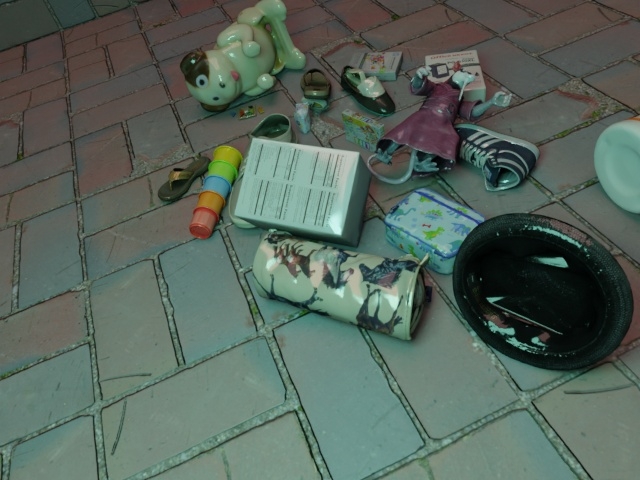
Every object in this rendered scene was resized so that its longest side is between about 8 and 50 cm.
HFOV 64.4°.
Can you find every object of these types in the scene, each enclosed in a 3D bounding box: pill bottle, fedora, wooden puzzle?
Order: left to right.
[{"bbox_3d":[-0.265,-0.465,1.835,0.117,0.014,0.078,-19,46,-3],"label":"wooden puzzle"},{"bbox_3d":[0.441,0.086,1.013,0.334,0.333,0.153,26,28,32],"label":"fedora"},{"bbox_3d":[0.879,-0.226,1.180,0.393,0.224,0.224,-19,46,-5],"label":"pill bottle"}]

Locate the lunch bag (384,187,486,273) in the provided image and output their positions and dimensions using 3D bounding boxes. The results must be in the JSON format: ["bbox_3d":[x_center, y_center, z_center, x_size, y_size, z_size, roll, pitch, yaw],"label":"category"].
[{"bbox_3d":[0.278,-0.032,1.245,0.176,0.090,0.219,-37,51,-24],"label":"lunch bag"}]

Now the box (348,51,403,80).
[{"bbox_3d":[0.197,-0.638,1.865,0.187,0.038,0.145,6,50,18],"label":"box"}]

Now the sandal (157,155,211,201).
[{"bbox_3d":[-0.432,-0.206,1.602,0.090,0.060,0.219,24,57,32],"label":"sandal"}]

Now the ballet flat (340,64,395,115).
[{"bbox_3d":[0.148,-0.517,1.722,0.095,0.096,0.280,-30,48,-16],"label":"ballet flat"}]

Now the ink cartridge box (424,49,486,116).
[{"bbox_3d":[0.428,-0.505,1.638,0.172,0.100,0.237,-3,47,10],"label":"ink cartridge box"}]

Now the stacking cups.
[{"bbox_3d":[-0.304,-0.140,1.498,0.096,0.096,0.316,-2,51,12],"label":"stacking cups"}]

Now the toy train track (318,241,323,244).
[{"bbox_3d":[0.000,0.000,1.334,0.048,0.014,0.083,-4,47,11],"label":"toy train track"}]

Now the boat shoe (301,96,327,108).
[{"bbox_3d":[-0.027,-0.478,1.774,0.100,0.035,0.035,19,52,21],"label":"boat shoe"}]

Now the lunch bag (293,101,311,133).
[{"bbox_3d":[-0.058,-0.406,1.688,0.053,0.071,0.083,-8,47,5],"label":"lunch bag"}]

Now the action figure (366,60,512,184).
[{"bbox_3d":[0.324,-0.325,1.381,0.248,0.275,0.370,31,68,0],"label":"action figure"}]

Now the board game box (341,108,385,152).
[{"bbox_3d":[0.134,-0.329,1.545,0.026,0.103,0.154,-40,50,-21],"label":"board game box"}]

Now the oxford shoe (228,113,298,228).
[{"bbox_3d":[-0.174,-0.220,1.507,0.169,0.130,0.449,3,50,15],"label":"oxford shoe"}]

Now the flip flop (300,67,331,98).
[{"bbox_3d":[-0.019,-0.559,1.787,0.113,0.080,0.277,-4,29,2],"label":"flip flop"}]

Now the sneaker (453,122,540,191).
[{"bbox_3d":[0.430,-0.226,1.379,0.283,0.099,0.153,19,54,25],"label":"sneaker"}]

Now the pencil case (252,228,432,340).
[{"bbox_3d":[0.036,0.084,1.143,0.411,0.160,0.183,13,67,24],"label":"pencil case"}]

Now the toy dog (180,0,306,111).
[{"bbox_3d":[-0.320,-0.662,1.854,0.396,0.284,0.407,20,57,29],"label":"toy dog"}]

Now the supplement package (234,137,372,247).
[{"bbox_3d":[-0.033,-0.112,1.243,0.263,0.199,0.197,11,84,16],"label":"supplement package"}]
